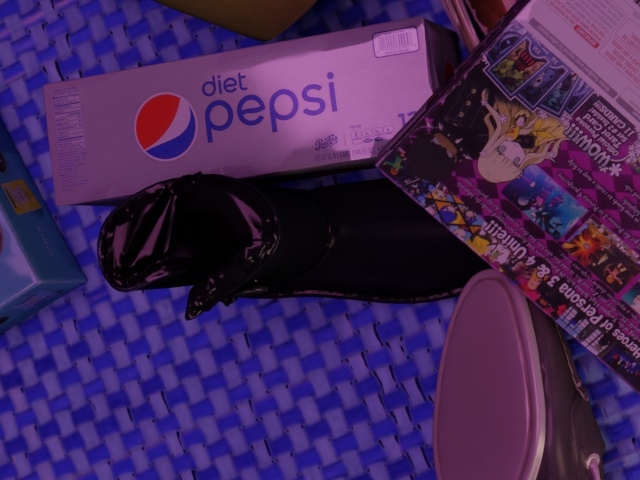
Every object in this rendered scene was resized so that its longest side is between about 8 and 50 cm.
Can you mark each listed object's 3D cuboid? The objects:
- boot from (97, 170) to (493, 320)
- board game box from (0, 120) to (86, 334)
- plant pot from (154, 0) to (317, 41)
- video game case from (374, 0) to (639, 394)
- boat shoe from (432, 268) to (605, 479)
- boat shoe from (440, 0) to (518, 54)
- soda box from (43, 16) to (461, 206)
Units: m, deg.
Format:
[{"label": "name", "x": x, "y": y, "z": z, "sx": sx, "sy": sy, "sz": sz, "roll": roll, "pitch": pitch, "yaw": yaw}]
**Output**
[{"label": "boot", "x": 0.000, "y": 0.000, "z": 1.105, "sx": 0.246, "sy": 0.207, "sz": 0.094, "roll": -6, "pitch": 88, "yaw": 18}, {"label": "board game box", "x": -0.370, "y": -0.050, "z": 1.299, "sx": 0.253, "sy": 0.079, "sz": 0.336, "roll": -32, "pitch": 80, "yaw": 16}, {"label": "plant pot", "x": -0.105, "y": -0.277, "z": 1.105, "sx": 0.293, "sy": 0.275, "sz": 0.275, "roll": 38, "pitch": 103, "yaw": -16}, {"label": "video game case", "x": 0.188, "y": -0.050, "z": 1.042, "sx": 0.232, "sy": 0.042, "sz": 0.210, "roll": 40, "pitch": 108, "yaw": -7}, {"label": "boat shoe", "x": 0.148, "y": 0.186, "z": 1.127, "sx": 0.112, "sy": 0.095, "sz": 0.335, "roll": -12, "pitch": 81, "yaw": 54}, {"label": "boat shoe", "x": 0.162, "y": -0.106, "z": 1.105, "sx": 0.113, "sy": 0.103, "sz": 0.302, "roll": -42, "pitch": 79, "yaw": 12}, {"label": "soda box", "x": -0.045, "y": -0.086, "z": 1.178, "sx": 0.286, "sy": 0.098, "sz": 0.091, "roll": -8, "pitch": 88, "yaw": 19}]
